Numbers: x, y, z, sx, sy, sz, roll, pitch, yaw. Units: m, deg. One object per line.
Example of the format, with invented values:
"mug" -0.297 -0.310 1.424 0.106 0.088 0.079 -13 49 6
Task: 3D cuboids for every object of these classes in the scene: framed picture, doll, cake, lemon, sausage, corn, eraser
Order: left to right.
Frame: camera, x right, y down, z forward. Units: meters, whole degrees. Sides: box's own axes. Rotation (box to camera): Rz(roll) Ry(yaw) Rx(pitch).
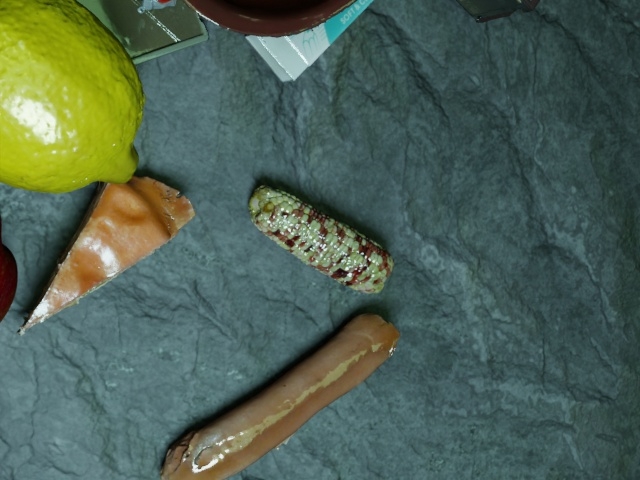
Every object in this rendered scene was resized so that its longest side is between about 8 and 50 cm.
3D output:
"lemon" -0.353 -0.184 1.036 0.320 0.245 0.245 40 78 -23
"cake" -0.312 0.014 1.153 0.287 0.098 0.135 -45 111 -19
"framed picture" -0.295 -0.384 1.166 0.211 0.020 0.289 -25 103 -20
"doll" -0.216 -0.350 1.175 0.114 0.039 0.057 -47 140 -25
"sausage" -0.056 0.248 1.286 0.419 0.094 0.094 -32 150 -18
"eraser" -0.003 -0.348 1.282 0.225 0.052 0.095 -48 112 -13
"corn" 0.000 0.000 1.293 0.253 0.086 0.086 31 82 -22

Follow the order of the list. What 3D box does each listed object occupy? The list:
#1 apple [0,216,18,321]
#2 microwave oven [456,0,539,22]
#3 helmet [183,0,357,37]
"apple" -0.518 0.056 0.961 0.317 0.288 0.288 -45 111 -31
"microwave oven" 0.257 -0.490 1.316 0.247 0.178 0.188 38 79 -22
"helmet" -0.077 -0.457 1.144 0.337 0.230 0.385 29 91 -22
